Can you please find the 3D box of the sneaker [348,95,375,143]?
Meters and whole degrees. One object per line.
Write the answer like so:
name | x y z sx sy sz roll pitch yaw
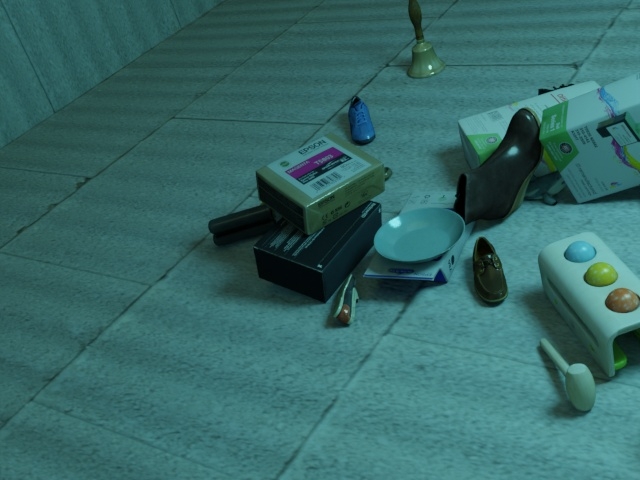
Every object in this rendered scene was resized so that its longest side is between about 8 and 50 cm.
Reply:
sneaker | 0.113 -0.353 2.365 0.069 0.082 0.209 -13 34 4

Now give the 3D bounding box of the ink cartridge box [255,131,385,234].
ink cartridge box | 0.000 -0.135 1.856 0.234 0.088 0.193 -31 47 -27

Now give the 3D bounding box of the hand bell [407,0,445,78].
hand bell | 0.313 -0.649 2.561 0.126 0.242 0.126 -12 33 8

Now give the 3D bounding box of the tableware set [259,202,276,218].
tableware set | -0.127 -0.092 2.140 0.104 0.024 0.154 10 42 37

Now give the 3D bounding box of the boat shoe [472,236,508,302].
boat shoe | 0.338 0.058 1.652 0.064 0.060 0.178 -13 33 8

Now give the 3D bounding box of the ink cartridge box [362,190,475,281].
ink cartridge box | 0.228 0.004 1.785 0.165 0.065 0.333 3 36 29

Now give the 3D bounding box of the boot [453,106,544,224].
boot | 0.382 -0.156 1.750 0.206 0.249 0.090 -14 28 -40

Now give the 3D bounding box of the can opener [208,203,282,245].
can opener | -0.137 -0.043 2.021 0.283 0.076 0.095 -16 32 1

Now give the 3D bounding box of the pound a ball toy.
pound a ball toy | 0.468 0.122 1.422 0.208 0.136 0.319 -18 32 -1

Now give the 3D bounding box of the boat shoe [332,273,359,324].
boat shoe | 0.059 0.123 1.709 0.043 0.049 0.137 28 35 -7

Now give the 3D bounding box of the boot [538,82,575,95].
boot | 0.637 -0.382 2.188 0.099 0.045 0.121 -3 34 18

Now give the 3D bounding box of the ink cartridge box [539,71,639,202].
ink cartridge box | 0.635 -0.220 1.711 0.278 0.201 0.117 -19 34 36

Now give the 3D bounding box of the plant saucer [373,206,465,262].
plant saucer | 0.210 -0.002 1.709 0.194 0.038 0.195 -12 32 8

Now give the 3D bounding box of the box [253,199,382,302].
box | 0.000 0.000 1.840 0.184 0.103 0.261 17 45 29

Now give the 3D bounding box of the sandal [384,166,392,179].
sandal | 0.098 -0.176 2.133 0.180 0.049 0.072 -8 33 15

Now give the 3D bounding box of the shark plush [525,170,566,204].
shark plush | 0.487 -0.134 1.862 0.161 0.067 0.073 11 43 38

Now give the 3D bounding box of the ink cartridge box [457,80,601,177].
ink cartridge box | 0.534 -0.256 1.974 0.353 0.119 0.207 -17 32 4
